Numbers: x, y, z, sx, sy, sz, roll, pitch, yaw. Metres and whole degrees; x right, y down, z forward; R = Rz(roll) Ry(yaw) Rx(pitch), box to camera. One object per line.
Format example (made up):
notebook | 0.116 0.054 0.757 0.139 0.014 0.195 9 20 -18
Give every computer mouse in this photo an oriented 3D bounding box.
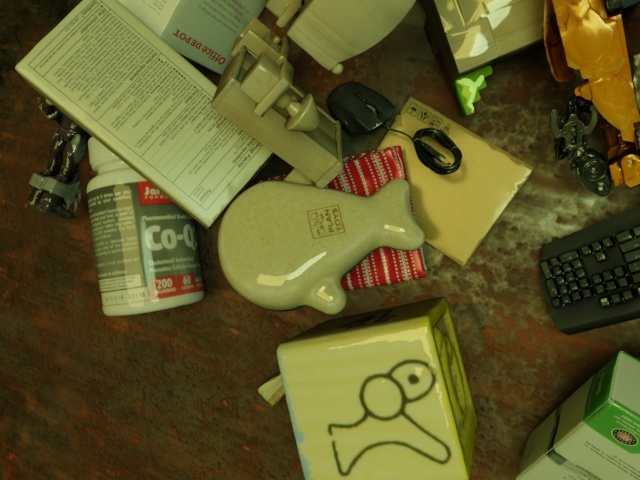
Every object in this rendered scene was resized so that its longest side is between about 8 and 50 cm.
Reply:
computer mouse | 0.095 -0.164 0.660 0.071 0.041 0.242 -43 57 -15

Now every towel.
towel | 0.009 -0.017 0.728 0.274 0.031 0.199 -12 92 25

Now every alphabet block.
alphabet block | 0.084 0.194 0.634 0.197 0.193 0.192 -14 88 21

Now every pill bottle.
pill bottle | -0.290 -0.029 0.786 0.161 0.161 0.283 -9 89 21

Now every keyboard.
keyboard | 0.403 0.043 0.508 0.317 0.033 0.202 -32 61 42

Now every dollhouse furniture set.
dollhouse furniture set | 0.055 -0.254 0.544 0.173 0.303 0.355 34 123 -27

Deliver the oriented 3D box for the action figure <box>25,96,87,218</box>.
action figure | -0.462 -0.190 0.886 0.185 0.099 0.285 24 96 26

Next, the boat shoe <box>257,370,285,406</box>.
boat shoe | -0.042 0.221 0.762 0.135 0.050 0.045 -39 81 28

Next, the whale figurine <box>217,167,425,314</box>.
whale figurine | 0.000 0.000 0.661 0.272 0.141 0.216 -15 71 1

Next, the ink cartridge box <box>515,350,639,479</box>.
ink cartridge box | 0.346 0.250 0.544 0.153 0.087 0.208 32 134 17

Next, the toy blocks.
toy blocks | 0.235 -0.380 0.562 0.260 0.191 0.381 -21 97 11

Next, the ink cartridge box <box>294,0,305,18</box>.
ink cartridge box | -0.012 -0.381 0.672 0.109 0.150 0.063 -3 86 21

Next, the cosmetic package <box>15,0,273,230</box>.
cosmetic package | -0.227 -0.172 0.672 0.309 0.113 0.160 41 80 -9

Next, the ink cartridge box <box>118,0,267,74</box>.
ink cartridge box | -0.191 -0.415 0.730 0.168 0.171 0.233 40 104 15

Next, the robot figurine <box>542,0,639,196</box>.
robot figurine | 0.338 -0.183 0.487 0.211 0.085 0.291 -13 116 32

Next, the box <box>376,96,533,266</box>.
box | 0.167 -0.085 0.684 0.201 0.021 0.164 36 104 16
